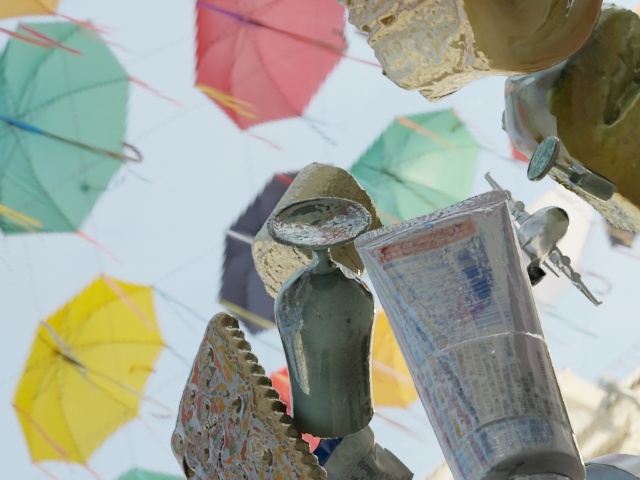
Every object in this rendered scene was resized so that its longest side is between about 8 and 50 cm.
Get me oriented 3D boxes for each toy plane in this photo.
[{"bbox_3d":[0.302,0.002,1.904,0.101,0.251,0.255,-40,-9,0],"label":"toy plane"}]

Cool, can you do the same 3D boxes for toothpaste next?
[{"bbox_3d":[0.081,0.064,0.679,0.089,0.234,0.057,-18,-42,3],"label":"toothpaste"}]

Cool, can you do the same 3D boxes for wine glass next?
[{"bbox_3d":[0.006,0.081,1.347,0.103,0.103,0.231,-29,-54,-38],"label":"wine glass"}]

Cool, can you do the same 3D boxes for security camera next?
[{"bbox_3d":[0.273,-0.069,1.457,0.092,0.058,0.058,28,-95,-16],"label":"security camera"}]

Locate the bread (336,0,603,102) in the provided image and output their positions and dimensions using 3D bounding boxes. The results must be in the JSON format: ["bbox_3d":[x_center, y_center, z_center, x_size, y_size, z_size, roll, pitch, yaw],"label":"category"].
[{"bbox_3d":[0.141,-0.312,1.349,0.316,0.270,0.211,50,-118,-13],"label":"bread"}]

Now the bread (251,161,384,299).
[{"bbox_3d":[0.000,0.000,1.698,0.141,0.134,0.148,-58,-22,-30],"label":"bread"}]

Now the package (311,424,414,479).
[{"bbox_3d":[0.041,0.343,1.897,0.171,0.027,0.173,-50,-65,-22],"label":"package"}]

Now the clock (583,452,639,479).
[{"bbox_3d":[0.400,0.422,1.730,0.061,0.312,0.313,-16,-61,-36],"label":"clock"}]

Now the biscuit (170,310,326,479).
[{"bbox_3d":[-0.079,0.248,1.428,0.044,0.325,0.217,-1,-52,-29],"label":"biscuit"}]

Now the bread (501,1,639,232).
[{"bbox_3d":[0.369,-0.177,1.765,0.264,0.395,0.239,36,-87,-10],"label":"bread"}]
